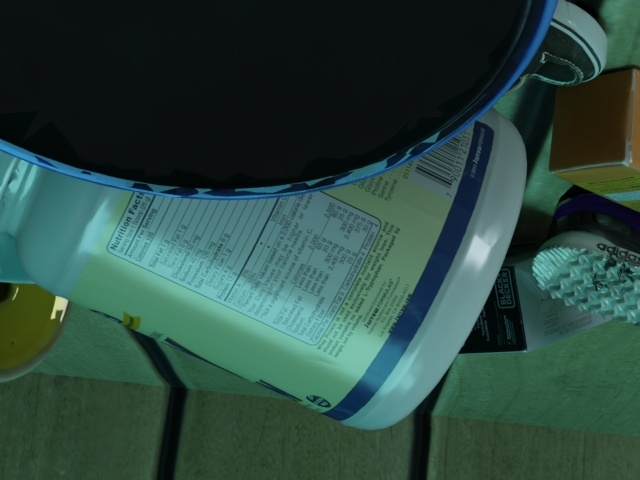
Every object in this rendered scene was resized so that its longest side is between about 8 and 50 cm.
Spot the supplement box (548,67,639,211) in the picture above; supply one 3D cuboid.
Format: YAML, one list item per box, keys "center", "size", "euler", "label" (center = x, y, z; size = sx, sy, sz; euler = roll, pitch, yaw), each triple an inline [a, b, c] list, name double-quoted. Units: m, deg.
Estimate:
- center: [0.278, -0.058, 1.252]
  size: [0.233, 0.078, 0.080]
  euler: [19, 161, -39]
  label: "supplement box"

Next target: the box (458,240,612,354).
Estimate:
- center: [0.130, 0.061, 1.660]
  size: [0.290, 0.087, 0.169]
  euler: [-6, -174, 40]
  label: "box"

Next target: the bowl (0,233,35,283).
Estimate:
- center: [-0.321, -0.080, 1.234]
  size: [0.311, 0.163, 0.311]
  euler: [8, 169, 2]
  label: "bowl"

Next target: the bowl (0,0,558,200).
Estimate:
- center: [-0.070, -0.154, 0.754]
  size: [0.391, 0.077, 0.391]
  euler: [4, 145, 3]
  label: "bowl"

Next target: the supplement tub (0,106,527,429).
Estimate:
- center: [-0.055, -0.039, 1.062]
  size: [0.324, 0.235, 0.235]
  euler: [25, 163, -8]
  label: "supplement tub"

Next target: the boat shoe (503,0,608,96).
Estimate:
- center: [0.103, -0.130, 1.051]
  size: [0.219, 0.070, 0.077]
  euler: [17, 163, -37]
  label: "boat shoe"

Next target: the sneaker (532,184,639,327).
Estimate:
- center: [0.336, 0.020, 1.390]
  size: [0.293, 0.146, 0.102]
  euler: [25, 144, -4]
  label: "sneaker"

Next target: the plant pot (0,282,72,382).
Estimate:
- center: [-0.365, 0.038, 1.510]
  size: [0.239, 0.254, 0.254]
  euler: [3, 167, 41]
  label: "plant pot"
